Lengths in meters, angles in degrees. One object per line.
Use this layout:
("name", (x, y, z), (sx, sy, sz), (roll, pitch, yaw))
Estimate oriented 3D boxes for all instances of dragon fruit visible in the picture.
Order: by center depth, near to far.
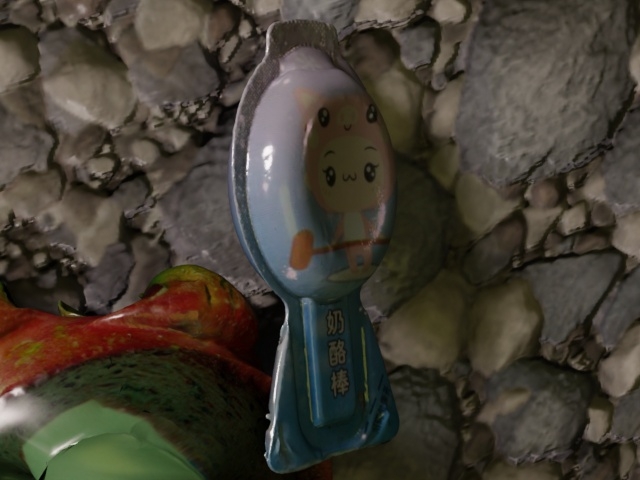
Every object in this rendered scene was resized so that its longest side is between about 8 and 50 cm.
("dragon fruit", (-0.120, 0.144, 0.956), (0.268, 0.130, 0.295), (-40, 116, 4))

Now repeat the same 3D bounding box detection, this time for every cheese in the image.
("cheese", (0.000, 0.000, 0.947), (0.135, 0.052, 0.244), (-8, 94, -50))
